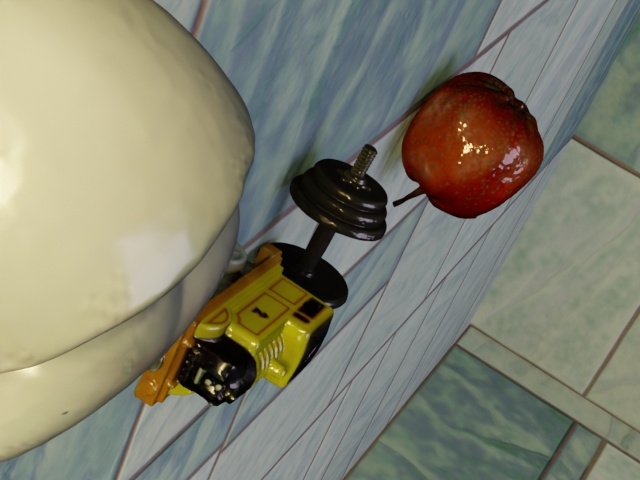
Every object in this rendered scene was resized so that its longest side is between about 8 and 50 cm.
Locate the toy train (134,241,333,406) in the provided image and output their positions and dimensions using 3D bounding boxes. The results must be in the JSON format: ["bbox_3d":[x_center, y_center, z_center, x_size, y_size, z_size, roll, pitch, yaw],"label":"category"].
[{"bbox_3d":[-0.073,0.072,1.087,0.089,0.127,0.219,-64,167,26],"label":"toy train"}]

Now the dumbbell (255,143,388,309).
[{"bbox_3d":[0.000,0.000,1.260,0.208,0.099,0.099,-61,167,24],"label":"dumbbell"}]

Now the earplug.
[{"bbox_3d":[-0.134,-0.007,0.612,0.214,0.175,0.325,-46,174,-22],"label":"earplug"}]

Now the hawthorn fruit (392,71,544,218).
[{"bbox_3d":[0.161,-0.097,1.564,0.194,0.157,0.157,-41,171,11],"label":"hawthorn fruit"}]
